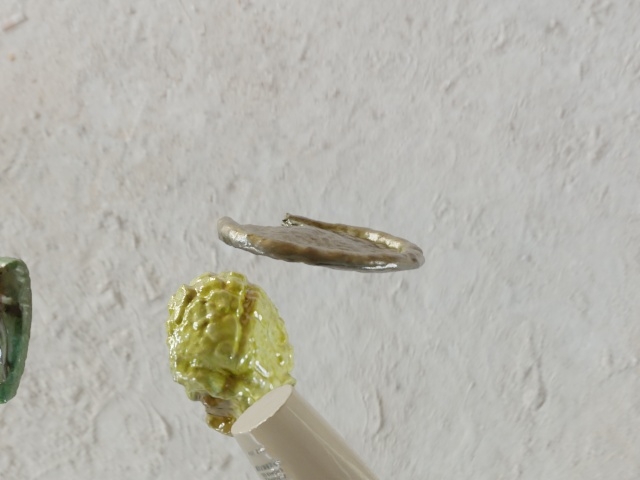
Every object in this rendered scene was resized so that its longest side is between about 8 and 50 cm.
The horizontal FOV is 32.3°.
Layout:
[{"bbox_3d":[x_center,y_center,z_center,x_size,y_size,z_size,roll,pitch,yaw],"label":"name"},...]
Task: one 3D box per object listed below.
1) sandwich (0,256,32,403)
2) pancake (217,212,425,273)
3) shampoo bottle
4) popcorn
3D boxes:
[{"bbox_3d":[-0.591,0.116,1.774,0.162,0.301,0.250,-9,67,45],"label":"sandwich"},{"bbox_3d":[0.000,0.000,1.447,0.288,0.286,0.033,7,101,-21],"label":"pancake"},{"bbox_3d":[0.022,0.255,1.032,0.257,0.127,0.078,51,46,-9],"label":"shampoo bottle"},{"bbox_3d":[-0.144,0.189,1.747,0.173,0.225,0.286,-16,92,19],"label":"popcorn"}]
